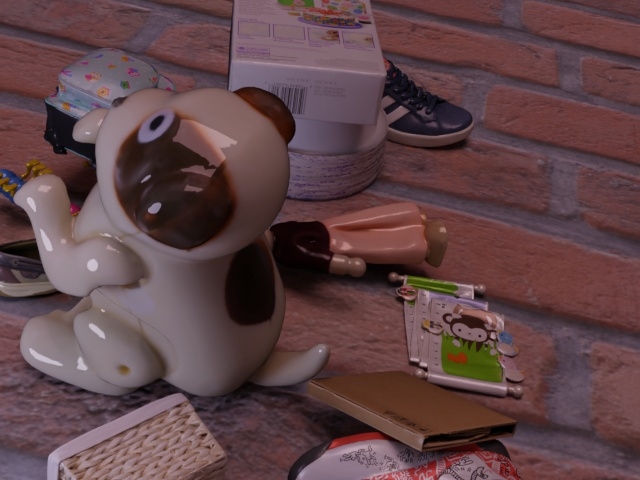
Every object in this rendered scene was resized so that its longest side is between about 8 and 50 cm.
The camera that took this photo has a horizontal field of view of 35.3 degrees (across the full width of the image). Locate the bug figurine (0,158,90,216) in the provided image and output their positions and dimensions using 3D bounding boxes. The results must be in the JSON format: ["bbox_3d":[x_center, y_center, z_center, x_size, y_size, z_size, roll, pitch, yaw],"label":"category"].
[{"bbox_3d":[-0.355,-0.080,1.532,0.216,0.072,0.279,37,39,23],"label":"bug figurine"}]

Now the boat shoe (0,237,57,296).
[{"bbox_3d":[-0.344,0.022,1.392,0.224,0.073,0.080,-11,41,-25],"label":"boat shoe"}]

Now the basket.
[{"bbox_3d":[-0.194,0.259,1.077,0.167,0.113,0.103,-21,50,-35],"label":"basket"}]

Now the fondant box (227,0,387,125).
[{"bbox_3d":[-0.030,-0.317,1.662,0.238,0.096,0.330,4,36,-7],"label":"fondant box"}]

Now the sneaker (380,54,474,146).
[{"bbox_3d":[0.119,-0.283,1.852,0.350,0.148,0.131,15,36,7],"label":"sneaker"}]

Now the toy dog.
[{"bbox_3d":[-0.164,0.004,1.159,0.395,0.407,0.284,34,50,16],"label":"toy dog"}]

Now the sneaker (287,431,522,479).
[{"bbox_3d":[0.107,0.293,1.114,0.270,0.090,0.145,1,34,-16],"label":"sneaker"}]

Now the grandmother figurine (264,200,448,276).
[{"bbox_3d":[0.000,0.000,1.480,0.343,0.104,0.208,-3,9,-20],"label":"grandmother figurine"}]

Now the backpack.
[{"bbox_3d":[-0.313,-0.208,1.538,0.166,0.144,0.188,22,33,11],"label":"backpack"}]

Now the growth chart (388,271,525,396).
[{"bbox_3d":[0.193,0.130,1.417,0.172,0.021,0.237,4,37,-9],"label":"growth chart"}]

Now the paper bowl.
[{"bbox_3d":[-0.025,-0.205,1.716,0.284,0.148,0.284,6,35,-4],"label":"paper bowl"}]

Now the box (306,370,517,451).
[{"bbox_3d":[0.108,0.200,1.209,0.164,0.021,0.201,1,11,-41],"label":"box"}]
